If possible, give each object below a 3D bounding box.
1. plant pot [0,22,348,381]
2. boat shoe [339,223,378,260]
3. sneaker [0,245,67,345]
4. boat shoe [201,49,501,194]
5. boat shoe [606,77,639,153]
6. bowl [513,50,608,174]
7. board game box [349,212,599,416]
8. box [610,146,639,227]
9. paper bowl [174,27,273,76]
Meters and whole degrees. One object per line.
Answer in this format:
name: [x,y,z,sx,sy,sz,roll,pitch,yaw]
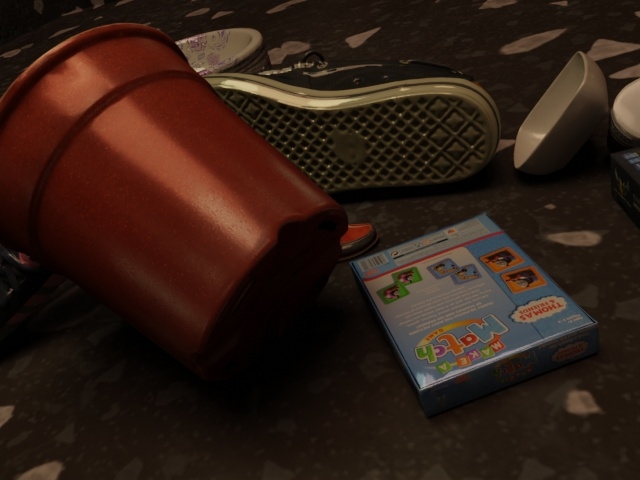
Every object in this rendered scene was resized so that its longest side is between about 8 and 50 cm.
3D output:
plant pot: [-0.134,-0.023,0.659,0.265,0.272,0.272,37,54,18]
boat shoe: [0.000,0.000,0.805,0.137,0.043,0.049,-13,29,5]
sneaker: [-0.358,0.027,0.794,0.319,0.112,0.131,-51,11,-19]
boat shoe: [-0.004,-0.161,0.942,0.501,0.186,0.156,1,30,19]
boat shoe: [0.480,-0.165,0.773,0.301,0.102,0.108,-21,69,8]
bowl: [0.300,-0.149,0.830,0.053,0.142,0.142,30,35,-1]
board game box: [0.133,0.058,0.648,0.160,0.039,0.211,-20,30,-4]
box: [0.410,-0.036,0.642,0.184,0.059,0.232,-12,31,7]
paper bowl: [-0.223,-0.276,1.257,0.284,0.148,0.284,-12,30,7]
